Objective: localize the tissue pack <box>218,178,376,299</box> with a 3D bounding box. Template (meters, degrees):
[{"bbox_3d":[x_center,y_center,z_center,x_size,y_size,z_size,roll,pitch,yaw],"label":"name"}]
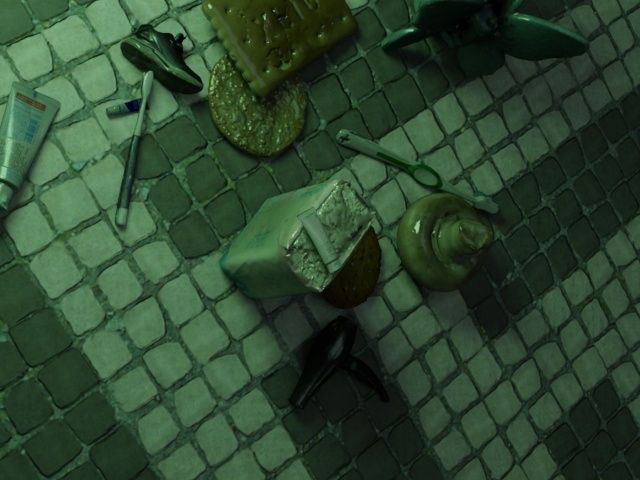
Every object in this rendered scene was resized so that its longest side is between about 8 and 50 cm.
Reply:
[{"bbox_3d":[-0.046,0.001,1.885,0.124,0.271,0.201,44,65,-20],"label":"tissue pack"}]

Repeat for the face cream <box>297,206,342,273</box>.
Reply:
[{"bbox_3d":[0.000,0.000,1.742,0.038,0.020,0.115,-32,98,-28],"label":"face cream"}]

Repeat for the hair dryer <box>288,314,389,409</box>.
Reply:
[{"bbox_3d":[0.056,0.274,2.036,0.219,0.075,0.195,38,76,-28],"label":"hair dryer"}]

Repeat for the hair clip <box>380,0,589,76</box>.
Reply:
[{"bbox_3d":[0.313,-0.501,2.139,0.392,0.318,0.238,9,77,-27],"label":"hair clip"}]

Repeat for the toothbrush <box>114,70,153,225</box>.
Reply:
[{"bbox_3d":[-0.336,-0.167,1.881,0.024,0.026,0.287,12,81,-24],"label":"toothbrush"}]

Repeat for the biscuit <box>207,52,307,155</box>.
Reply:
[{"bbox_3d":[-0.120,-0.269,2.019,0.220,0.033,0.219,4,83,-31],"label":"biscuit"}]

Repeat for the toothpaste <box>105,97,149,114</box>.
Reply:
[{"bbox_3d":[-0.349,-0.242,1.895,0.083,0.015,0.024,-18,99,-36],"label":"toothpaste"}]

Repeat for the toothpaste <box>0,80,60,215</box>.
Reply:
[{"bbox_3d":[-0.514,-0.156,1.769,0.089,0.057,0.234,26,65,-27],"label":"toothpaste"}]

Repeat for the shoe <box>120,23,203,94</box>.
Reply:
[{"bbox_3d":[-0.277,-0.343,1.921,0.169,0.071,0.099,33,66,-19],"label":"shoe"}]

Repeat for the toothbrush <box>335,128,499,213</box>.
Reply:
[{"bbox_3d":[0.209,-0.140,2.184,0.418,0.042,0.040,21,34,-26],"label":"toothbrush"}]

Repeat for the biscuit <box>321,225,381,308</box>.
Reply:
[{"bbox_3d":[0.054,0.042,2.051,0.188,0.027,0.187,-6,98,-48],"label":"biscuit"}]

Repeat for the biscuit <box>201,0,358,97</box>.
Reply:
[{"bbox_3d":[-0.070,-0.436,2.041,0.325,0.044,0.217,-40,104,-37],"label":"biscuit"}]

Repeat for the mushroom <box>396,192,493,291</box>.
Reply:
[{"bbox_3d":[0.262,0.000,2.105,0.204,0.204,0.204,4,81,-29],"label":"mushroom"}]
